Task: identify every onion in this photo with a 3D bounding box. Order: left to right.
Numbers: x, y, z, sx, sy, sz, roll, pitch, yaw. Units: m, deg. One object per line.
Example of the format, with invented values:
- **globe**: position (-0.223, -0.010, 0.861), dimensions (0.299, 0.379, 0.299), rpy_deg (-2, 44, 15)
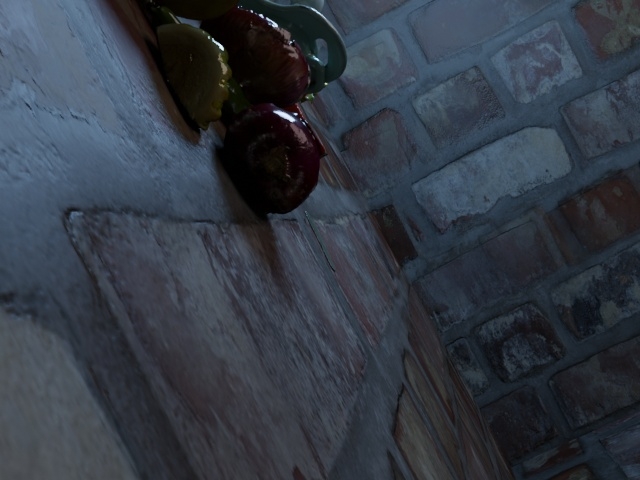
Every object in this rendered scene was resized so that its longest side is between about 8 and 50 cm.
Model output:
- **onion**: position (-0.134, -0.317, 1.137), dimensions (0.230, 0.163, 0.230), rpy_deg (24, -8, 4)
- **onion**: position (-0.070, -0.144, 0.983), dimensions (0.173, 0.135, 0.198), rpy_deg (60, 7, -26)

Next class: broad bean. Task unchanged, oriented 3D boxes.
- **broad bean**: position (-0.183, -0.277, 1.008), dimensions (0.318, 0.056, 0.098), rpy_deg (53, 12, -34)

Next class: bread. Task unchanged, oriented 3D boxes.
- **bread**: position (-0.173, -0.244, 0.870), dimensions (0.157, 0.094, 0.083), rpy_deg (55, 12, 9)

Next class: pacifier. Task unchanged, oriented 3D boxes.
- **pacifier**: position (-0.074, -0.511, 1.479), dimensions (0.344, 0.269, 0.288), rpy_deg (24, -24, 11)

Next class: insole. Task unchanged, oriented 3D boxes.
- **insole**: position (0.000, 0.000, 1.337), dimensions (0.152, 0.002, 0.053), rpy_deg (65, 10, 22)

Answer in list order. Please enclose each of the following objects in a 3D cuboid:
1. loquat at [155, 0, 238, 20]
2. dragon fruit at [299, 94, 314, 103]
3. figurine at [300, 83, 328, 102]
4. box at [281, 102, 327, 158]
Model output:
- **loquat**: position (-0.214, -0.465, 0.997), dimensions (0.213, 0.246, 0.213), rpy_deg (1, 88, -44)
- **dragon fruit**: position (-0.085, -0.517, 2.033), dimensions (0.235, 0.135, 0.137), rpy_deg (78, -14, -53)
- **figurine**: position (-0.118, -0.657, 2.170), dimensions (0.315, 0.168, 0.187), rpy_deg (48, -28, -26)
- **box**: position (-0.077, -0.271, 1.429), dimensions (0.133, 0.099, 0.182), rpy_deg (49, 14, -53)
